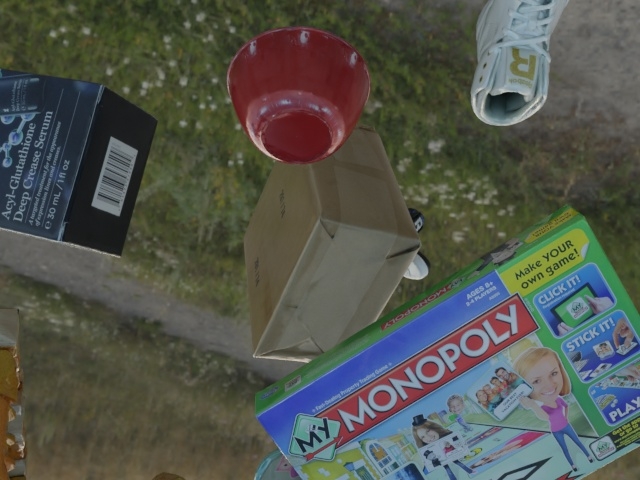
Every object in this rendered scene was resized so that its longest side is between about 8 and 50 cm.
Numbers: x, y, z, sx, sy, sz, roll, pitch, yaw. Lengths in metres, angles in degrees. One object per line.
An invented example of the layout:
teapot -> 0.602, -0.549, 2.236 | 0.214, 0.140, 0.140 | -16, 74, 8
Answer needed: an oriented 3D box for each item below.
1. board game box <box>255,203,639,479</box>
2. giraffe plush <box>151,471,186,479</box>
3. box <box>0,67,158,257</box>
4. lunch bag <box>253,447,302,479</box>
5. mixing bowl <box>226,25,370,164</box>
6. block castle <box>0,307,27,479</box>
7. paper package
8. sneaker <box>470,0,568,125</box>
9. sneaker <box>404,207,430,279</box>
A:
board game box -> 0.133, 0.142, 0.708 | 0.317, 0.046, 0.213 | -32, 106, 7
giraffe plush -> -0.232, 0.429, 1.226 | 0.181, 0.170, 0.210 | 6, 123, 25
box -> -0.563, -0.158, 1.567 | 0.395, 0.293, 0.212 | 11, 174, 20
lunch bag -> 0.027, 0.370, 0.956 | 0.224, 0.279, 0.108 | -1, -155, -14
mixing bowl -> -0.028, -0.160, 0.993 | 0.181, 0.098, 0.181 | 0, 140, 0
block castle -> -0.451, 0.296, 0.924 | 0.213, 0.303, 0.453 | 0, 145, -19
paper package -> 0.000, 0.000, 1.344 | 0.168, 0.325, 0.309 | 13, 123, -20
sneaker -> 0.236, -0.242, 0.878 | 0.108, 0.169, 0.292 | 9, 155, 0
sneaker -> 0.162, -0.008, 1.510 | 0.217, 0.121, 0.079 | 30, 149, 55
